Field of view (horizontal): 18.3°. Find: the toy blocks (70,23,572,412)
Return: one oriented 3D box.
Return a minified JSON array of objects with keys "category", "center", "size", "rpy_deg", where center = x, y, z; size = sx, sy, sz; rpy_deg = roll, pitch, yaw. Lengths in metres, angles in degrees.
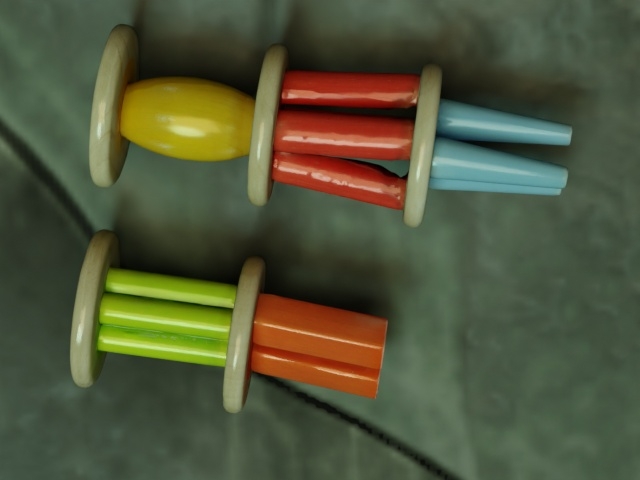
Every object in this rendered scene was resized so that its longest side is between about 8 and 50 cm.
[{"category":"toy blocks","center":[0.000,0.000,0.635],"size":[0.148,0.054,0.123],"rpy_deg":[8,107,3]}]
